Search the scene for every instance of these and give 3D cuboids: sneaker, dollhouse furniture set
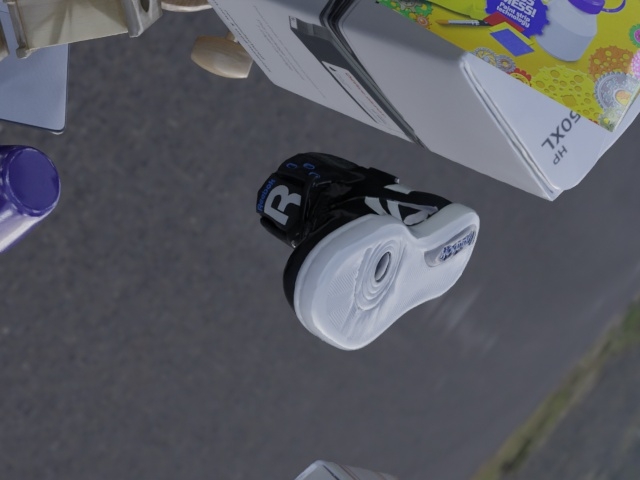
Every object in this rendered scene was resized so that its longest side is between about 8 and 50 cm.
[{"bbox_3d":[0.000,0.000,0.991,0.217,0.121,0.079,-12,124,-64],"label":"sneaker"},{"bbox_3d":[-0.249,-0.249,1.459,0.101,0.182,0.161,-66,146,-69],"label":"dollhouse furniture set"}]

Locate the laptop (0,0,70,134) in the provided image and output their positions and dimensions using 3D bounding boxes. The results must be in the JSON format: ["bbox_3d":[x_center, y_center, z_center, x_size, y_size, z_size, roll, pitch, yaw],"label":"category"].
[{"bbox_3d":[-0.346,-0.337,1.599,0.408,0.382,0.236,11,166,-41],"label":"laptop"}]

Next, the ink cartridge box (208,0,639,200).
[{"bbox_3d":[0.118,-0.233,1.365,0.285,0.395,0.166,-49,128,-10],"label":"ink cartridge box"}]

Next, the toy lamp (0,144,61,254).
[{"bbox_3d":[-0.284,-0.010,1.189,0.275,0.080,0.080,-16,-160,43],"label":"toy lamp"}]

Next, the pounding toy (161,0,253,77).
[{"bbox_3d":[-0.126,-0.298,1.725,0.155,0.154,0.269,128,-27,-65],"label":"pounding toy"}]

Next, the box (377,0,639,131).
[{"bbox_3d":[0.120,-0.266,0.946,0.279,0.290,0.177,-52,168,-37],"label":"box"}]

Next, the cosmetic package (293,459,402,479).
[{"bbox_3d":[0.021,0.257,1.215,0.153,0.129,0.296,-44,165,0],"label":"cosmetic package"}]
